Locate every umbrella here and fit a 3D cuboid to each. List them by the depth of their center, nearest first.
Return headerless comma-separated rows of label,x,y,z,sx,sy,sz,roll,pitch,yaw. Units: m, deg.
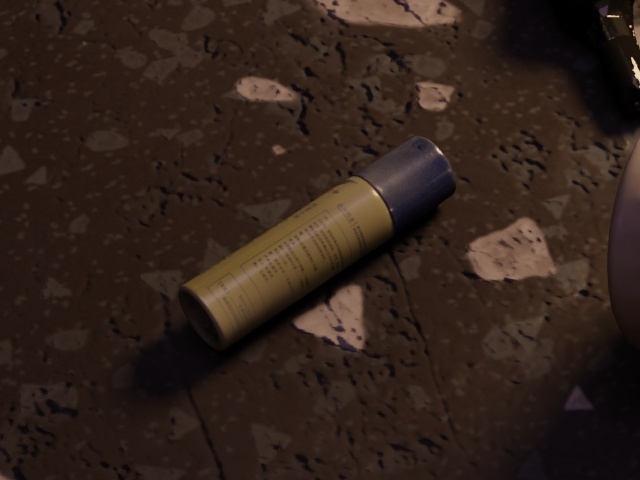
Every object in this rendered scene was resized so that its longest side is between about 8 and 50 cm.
umbrella,0.219,-0.245,1.610,0.118,0.118,0.340,-13,58,-5

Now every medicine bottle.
medicine bottle,0.000,0.000,1.438,0.231,0.059,0.059,-33,54,-21

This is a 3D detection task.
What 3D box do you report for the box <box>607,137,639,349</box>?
box,0.311,0.000,1.273,0.206,0.291,0.262,8,69,33
